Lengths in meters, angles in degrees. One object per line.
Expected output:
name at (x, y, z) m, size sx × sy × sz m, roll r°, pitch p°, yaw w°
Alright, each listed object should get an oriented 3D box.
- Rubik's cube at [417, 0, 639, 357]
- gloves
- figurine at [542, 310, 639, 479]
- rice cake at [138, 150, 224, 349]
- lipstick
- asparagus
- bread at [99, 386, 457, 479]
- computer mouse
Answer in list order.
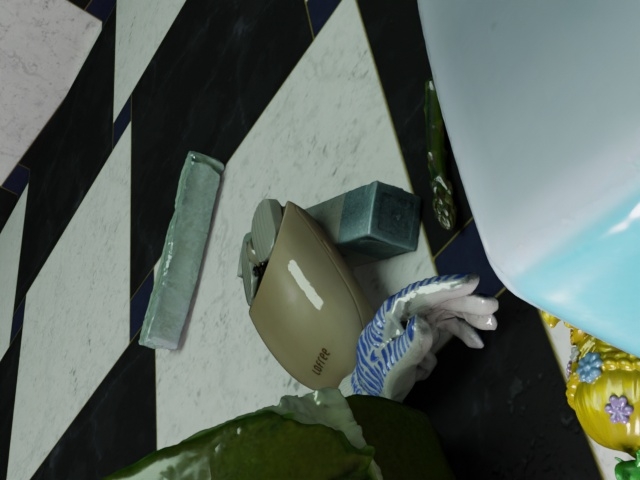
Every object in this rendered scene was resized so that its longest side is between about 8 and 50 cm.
Rubik's cube at (0.277, -0.138, 0.461) m, size 0.352 × 0.352 × 0.347 m, roll -41°, pitch 40°, yaw 40°
gloves at (0.085, 0.103, 0.914) m, size 0.229 × 0.097 × 0.119 m, roll -49°, pitch -3°, yaw 39°
figurine at (0.210, 0.105, 0.681) m, size 0.095 × 0.115 × 0.156 m, roll 135°, pitch 142°, yaw -57°
rice cake at (-0.226, 0.014, 1.571) m, size 0.063 × 0.066 × 0.336 m, roll -10°, pitch 63°, yaw 59°
lipstick at (0.000, 0.000, 1.173) m, size 0.317 × 0.066 × 0.068 m, roll -18°, pitch 59°, yaw 57°
asparagus at (0.130, -0.104, 1.048) m, size 0.034 × 0.027 × 0.236 m, roll 128°, pitch 149°, yaw -52°
bread at (-0.044, 0.228, 0.779) m, size 0.129 × 0.366 × 0.382 m, roll 67°, pitch 150°, yaw 20°
computer mouse at (-0.024, 0.063, 1.069) m, size 0.236 × 0.082 × 0.145 m, roll 57°, pitch 139°, yaw 34°
